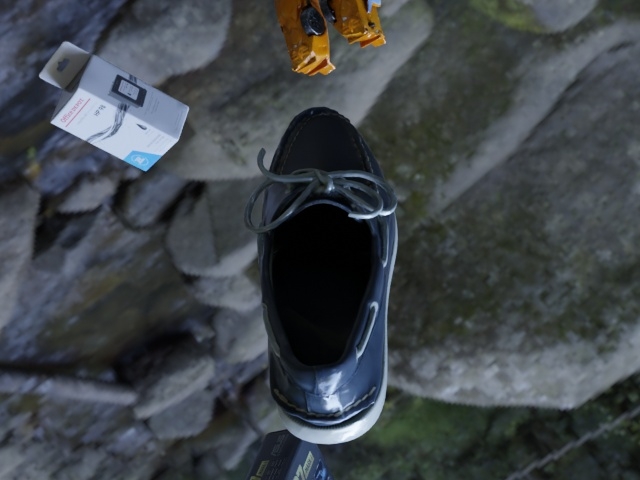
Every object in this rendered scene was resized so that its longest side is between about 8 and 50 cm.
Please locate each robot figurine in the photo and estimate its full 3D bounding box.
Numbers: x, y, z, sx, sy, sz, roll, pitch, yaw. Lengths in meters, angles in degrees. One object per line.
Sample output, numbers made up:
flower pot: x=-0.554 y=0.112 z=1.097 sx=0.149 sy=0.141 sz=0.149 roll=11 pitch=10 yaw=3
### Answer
robot figurine: x=-0.002 y=-0.403 z=1.716 sx=0.211 sy=0.291 sz=0.085 roll=-22 pitch=162 yaw=36

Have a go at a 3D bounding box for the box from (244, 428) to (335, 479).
box: x=-0.032 y=0.343 z=1.252 sx=0.059 sy=0.183 sz=0.232 roll=-14 pitch=-155 yaw=24

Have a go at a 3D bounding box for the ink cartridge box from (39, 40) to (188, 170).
ink cartridge box: x=-0.275 y=-0.171 z=1.497 sx=0.104 sy=0.180 sz=0.060 roll=-34 pitch=-145 yaw=51

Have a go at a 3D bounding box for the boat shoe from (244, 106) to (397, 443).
boat shoe: x=0.000 y=0.000 z=0.724 sx=0.095 sy=0.254 sz=0.079 roll=1 pitch=140 yaw=6
